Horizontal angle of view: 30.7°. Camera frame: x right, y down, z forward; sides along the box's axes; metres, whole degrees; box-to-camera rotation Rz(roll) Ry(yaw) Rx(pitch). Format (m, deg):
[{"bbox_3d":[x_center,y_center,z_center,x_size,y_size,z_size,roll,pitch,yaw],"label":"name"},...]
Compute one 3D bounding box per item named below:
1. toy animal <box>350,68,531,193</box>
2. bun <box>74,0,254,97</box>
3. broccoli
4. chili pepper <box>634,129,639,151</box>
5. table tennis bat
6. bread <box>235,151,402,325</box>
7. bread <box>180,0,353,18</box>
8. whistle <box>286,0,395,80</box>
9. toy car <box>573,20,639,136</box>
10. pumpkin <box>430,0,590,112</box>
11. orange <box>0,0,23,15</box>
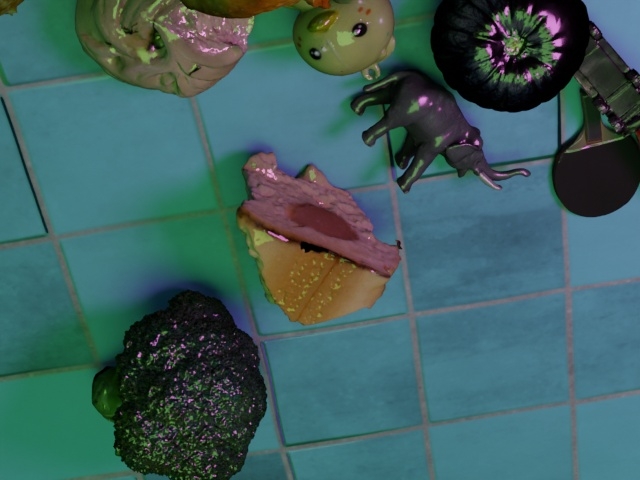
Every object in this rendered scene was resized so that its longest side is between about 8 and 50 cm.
[{"bbox_3d":[0.156,-0.132,1.608,0.137,0.082,0.269,-39,119,22],"label":"toy animal"},{"bbox_3d":[-0.187,-0.276,1.457,0.237,0.116,0.210,-30,123,18],"label":"bun"},{"bbox_3d":[-0.217,0.235,1.740,0.297,0.297,0.297,-18,129,39],"label":"broccoli"},{"bbox_3d":[0.527,-0.107,1.645,0.144,0.136,0.253,-36,133,-11],"label":"chili pepper"},{"bbox_3d":[0.395,-0.123,1.672,0.130,0.019,0.220,-13,127,4],"label":"table tennis bat"},{"bbox_3d":[0.004,-0.009,1.624,0.211,0.183,0.224,-11,128,2],"label":"bread"},{"bbox_3d":[-0.090,-0.399,1.235,0.204,0.337,0.358,-31,120,-24],"label":"bread"},{"bbox_3d":[-0.009,-0.315,1.433,0.141,0.141,0.294,-31,121,17],"label":"whistle"},{"bbox_3d":[0.381,-0.220,1.559,0.071,0.062,0.165,-40,89,18],"label":"toy car"},{"bbox_3d":[0.242,-0.261,1.489,0.202,0.140,0.202,1,110,2],"label":"pumpkin"},{"bbox_3d":[-0.421,-0.380,1.292,0.300,0.223,0.301,15,137,24],"label":"orange"}]
